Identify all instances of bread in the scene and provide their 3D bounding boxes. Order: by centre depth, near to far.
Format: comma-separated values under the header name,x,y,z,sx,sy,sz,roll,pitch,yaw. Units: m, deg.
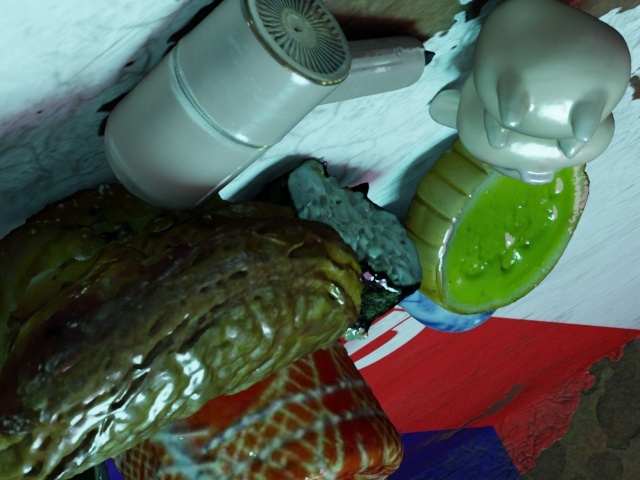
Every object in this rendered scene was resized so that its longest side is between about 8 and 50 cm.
name,x,y,z,sx,sy,sz,roll,pitch,yaw
bread,0.193,-0.026,1.742,0.236,0.070,0.236,-24,133,-29

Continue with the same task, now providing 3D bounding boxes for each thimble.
name,x,y,z,sx,sy,sz,roll,pitch,yaw
thimble,-0.084,0.256,2.005,0.350,0.230,0.350,-27,162,-10

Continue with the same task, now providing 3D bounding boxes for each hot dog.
name,x,y,z,sx,sy,sz,roll,pitch,yaw
hot dog,-0.147,0.058,1.280,0.387,0.174,0.267,-26,-157,-38

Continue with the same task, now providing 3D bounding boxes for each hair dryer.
name,x,y,z,sx,sy,sz,roll,pitch,yaw
hair dryer,-0.006,-0.123,1.296,0.189,0.107,0.344,-40,165,34

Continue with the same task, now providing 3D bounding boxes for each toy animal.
name,x,y,z,sx,sy,sz,roll,pitch,yaw
toy animal,0.196,-0.137,1.453,0.166,0.154,0.250,16,167,0

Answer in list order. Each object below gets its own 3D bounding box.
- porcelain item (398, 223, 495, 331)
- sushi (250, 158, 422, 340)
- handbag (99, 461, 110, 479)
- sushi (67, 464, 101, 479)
name,x,y,z,sx,sy,sz,roll,pitch,yaw
porcelain item,0.131,0.033,1.875,0.141,0.141,0.259,-37,151,26
sushi,0.000,0.000,1.589,0.115,0.147,0.212,-31,146,28
handbag,-0.361,0.305,1.811,0.254,0.181,0.181,-26,170,-9
sushi,-0.337,0.228,1.321,0.343,0.359,0.064,-19,123,-1
